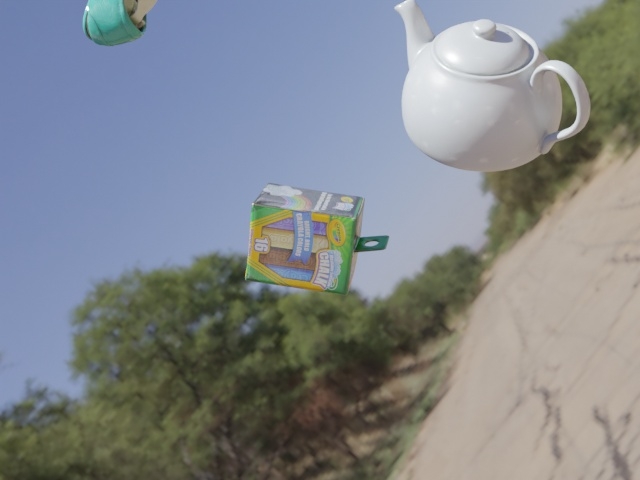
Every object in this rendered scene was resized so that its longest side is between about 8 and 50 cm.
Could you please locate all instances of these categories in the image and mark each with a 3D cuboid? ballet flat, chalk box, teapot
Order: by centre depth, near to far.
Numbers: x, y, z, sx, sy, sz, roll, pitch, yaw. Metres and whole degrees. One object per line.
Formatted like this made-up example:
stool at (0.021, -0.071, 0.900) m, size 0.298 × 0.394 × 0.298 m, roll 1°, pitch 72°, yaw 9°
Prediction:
ballet flat at (-0.220, -0.350, 1.425) m, size 0.083 × 0.087 × 0.247 m, roll 38°, pitch -120°, yaw -68°
teapot at (0.240, -0.232, 1.706) m, size 0.252 × 0.256 × 0.187 m, roll -91°, pitch 0°, yaw -48°
chalk box at (0.000, 0.000, 1.869) m, size 0.132 × 0.213 × 0.132 m, roll -64°, pitch -18°, yaw -71°
